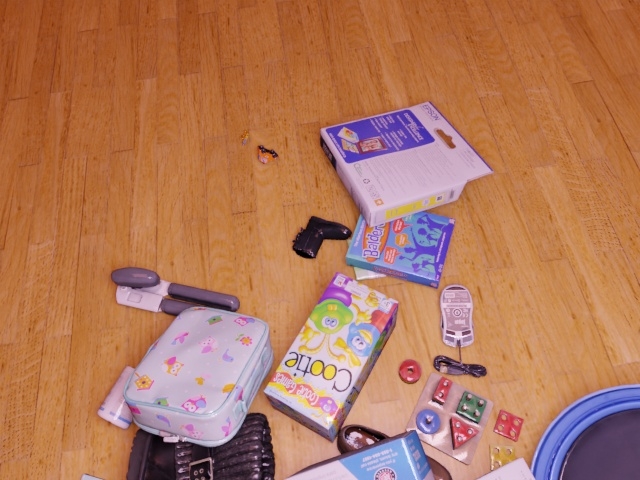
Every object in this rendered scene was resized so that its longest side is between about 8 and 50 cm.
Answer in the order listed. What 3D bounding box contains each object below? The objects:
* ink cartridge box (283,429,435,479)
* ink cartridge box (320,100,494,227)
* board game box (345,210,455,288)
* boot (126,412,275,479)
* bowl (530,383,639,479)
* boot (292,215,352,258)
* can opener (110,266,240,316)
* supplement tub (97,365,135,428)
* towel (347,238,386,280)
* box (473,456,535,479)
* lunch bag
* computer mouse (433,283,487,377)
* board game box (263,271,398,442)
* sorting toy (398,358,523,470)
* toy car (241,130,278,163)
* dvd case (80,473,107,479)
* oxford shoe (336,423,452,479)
[{"bbox_3d":[0.101,0.496,0.884,0.223,0.129,0.308,-24,72,11],"label":"ink cartridge box"},{"bbox_3d":[0.193,-0.192,1.304,0.307,0.072,0.304,-15,50,-14],"label":"ink cartridge box"},{"bbox_3d":[0.179,0.004,1.229,0.210,0.047,0.160,14,65,14],"label":"board game box"},{"bbox_3d":[-0.210,0.485,0.969,0.260,0.131,0.348,-4,61,2],"label":"boot"},{"bbox_3d":[0.535,0.431,0.870,0.391,0.077,0.391,-19,58,34],"label":"bowl"},{"bbox_3d":[0.000,0.000,1.269,0.121,0.045,0.099,19,61,23],"label":"boot"},{"bbox_3d":[-0.321,0.120,1.198,0.283,0.095,0.076,11,63,10],"label":"can opener"},{"bbox_3d":[-0.391,0.317,1.109,0.071,0.071,0.107,22,65,15],"label":"supplement tub"},{"bbox_3d":[0.144,0.029,1.257,0.151,0.023,0.113,-11,60,-2],"label":"towel"},{"bbox_3d":[0.295,0.481,0.897,0.119,0.182,0.181,-14,60,-22],"label":"box"},{"bbox_3d":[-0.219,0.256,1.051,0.223,0.108,0.279,9,36,15],"label":"lunch bag"},{"bbox_3d":[0.289,0.188,1.151,0.106,0.042,0.193,0,67,9],"label":"computer mouse"},{"bbox_3d":[0.028,0.229,1.086,0.144,0.142,0.275,25,66,17],"label":"board game box"},{"bbox_3d":[0.261,0.343,1.063,0.274,0.046,0.132,25,66,16],"label":"sorting toy"},{"bbox_3d":[-0.159,-0.236,1.428,0.122,0.060,0.041,48,118,41],"label":"toy car"},{"bbox_3d":[-0.413,0.502,1.041,0.119,0.013,0.087,12,63,10],"label":"dvd case"},{"bbox_3d":[0.134,0.406,1.009,0.227,0.096,0.083,18,62,12],"label":"oxford shoe"}]
